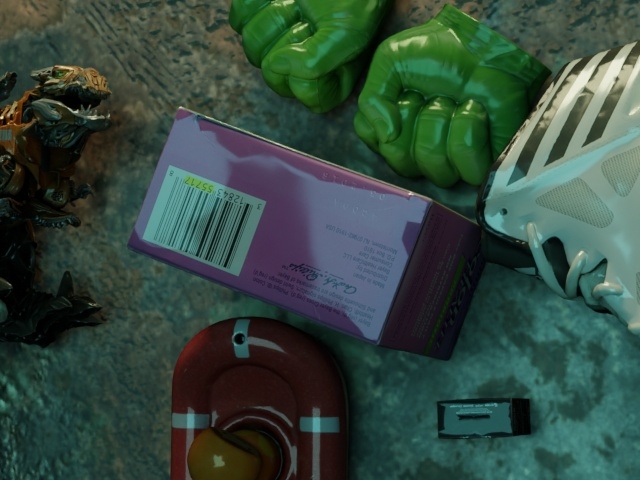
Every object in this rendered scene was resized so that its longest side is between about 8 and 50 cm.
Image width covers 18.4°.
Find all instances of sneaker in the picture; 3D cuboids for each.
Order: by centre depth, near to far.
[{"bbox_3d":[0.262,0.056,1.543,0.257,0.169,0.447,-10,73,24],"label":"sneaker"}]

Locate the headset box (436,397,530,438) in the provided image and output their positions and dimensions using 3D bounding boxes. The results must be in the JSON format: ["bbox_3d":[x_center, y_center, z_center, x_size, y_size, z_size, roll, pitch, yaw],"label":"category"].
[{"bbox_3d":[0.131,0.143,1.591,0.062,0.083,0.032,-4,83,17],"label":"headset box"}]

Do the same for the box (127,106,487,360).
[{"bbox_3d":[0.000,0.000,1.562,0.213,0.243,0.117,21,91,17],"label":"box"}]

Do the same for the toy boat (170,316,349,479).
[{"bbox_3d":[-0.062,0.176,1.609,0.151,0.151,0.231,-1,84,16],"label":"toy boat"}]

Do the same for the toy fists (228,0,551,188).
[{"bbox_3d":[0.047,-0.150,1.643,0.279,0.096,0.142,34,95,16],"label":"toy fists"}]

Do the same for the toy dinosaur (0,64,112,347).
[{"bbox_3d":[-0.291,-0.018,1.724,0.322,0.164,0.218,-48,52,44],"label":"toy dinosaur"}]
